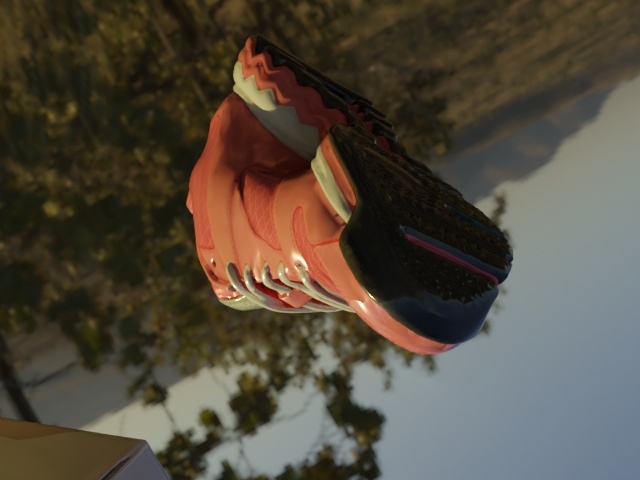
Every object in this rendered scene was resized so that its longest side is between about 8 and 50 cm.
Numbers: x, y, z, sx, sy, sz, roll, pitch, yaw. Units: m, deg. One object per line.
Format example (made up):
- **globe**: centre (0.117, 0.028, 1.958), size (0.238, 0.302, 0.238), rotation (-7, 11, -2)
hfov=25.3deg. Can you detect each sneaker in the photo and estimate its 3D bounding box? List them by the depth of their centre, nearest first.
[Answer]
- **sneaker**: centre (0.000, 0.000, 0.789), size (0.136, 0.116, 0.314), rotation (-56, -153, 12)

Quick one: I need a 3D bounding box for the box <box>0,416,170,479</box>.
- **box**: centre (-0.243, 0.234, 1.142), size (0.311, 0.148, 0.121), rotation (1, -145, 44)
